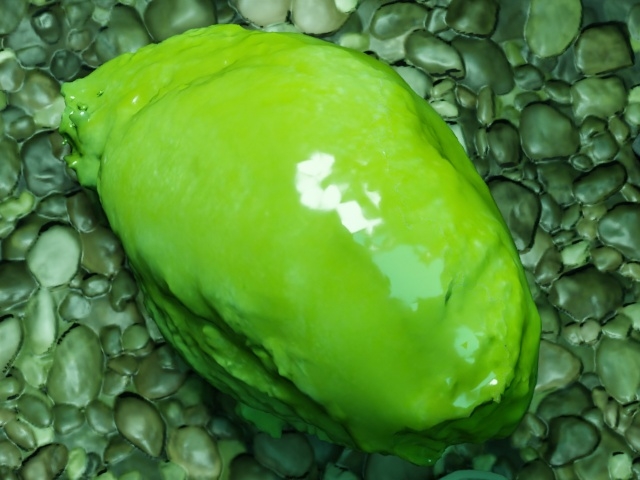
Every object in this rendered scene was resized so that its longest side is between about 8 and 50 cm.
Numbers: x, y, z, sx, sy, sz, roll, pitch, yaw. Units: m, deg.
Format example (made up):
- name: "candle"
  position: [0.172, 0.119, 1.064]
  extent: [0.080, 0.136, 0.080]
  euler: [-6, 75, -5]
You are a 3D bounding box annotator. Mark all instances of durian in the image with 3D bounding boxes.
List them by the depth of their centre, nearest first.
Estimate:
- name: "durian"
  position: [0.000, 0.000, 0.912]
  extent: [0.204, 0.340, 0.255]
  euler: [-31, 116, -32]

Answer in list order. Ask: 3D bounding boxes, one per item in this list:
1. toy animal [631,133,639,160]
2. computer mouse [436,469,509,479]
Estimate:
- name: "toy animal"
  position: [0.332, -0.016, 1.075]
  extent: [0.210, 0.121, 0.117]
  euler: [49, 33, -20]
- name: "computer mouse"
  position: [0.089, 0.242, 1.001]
  extent: [0.089, 0.056, 0.181]
  euler: [9, 90, -12]
